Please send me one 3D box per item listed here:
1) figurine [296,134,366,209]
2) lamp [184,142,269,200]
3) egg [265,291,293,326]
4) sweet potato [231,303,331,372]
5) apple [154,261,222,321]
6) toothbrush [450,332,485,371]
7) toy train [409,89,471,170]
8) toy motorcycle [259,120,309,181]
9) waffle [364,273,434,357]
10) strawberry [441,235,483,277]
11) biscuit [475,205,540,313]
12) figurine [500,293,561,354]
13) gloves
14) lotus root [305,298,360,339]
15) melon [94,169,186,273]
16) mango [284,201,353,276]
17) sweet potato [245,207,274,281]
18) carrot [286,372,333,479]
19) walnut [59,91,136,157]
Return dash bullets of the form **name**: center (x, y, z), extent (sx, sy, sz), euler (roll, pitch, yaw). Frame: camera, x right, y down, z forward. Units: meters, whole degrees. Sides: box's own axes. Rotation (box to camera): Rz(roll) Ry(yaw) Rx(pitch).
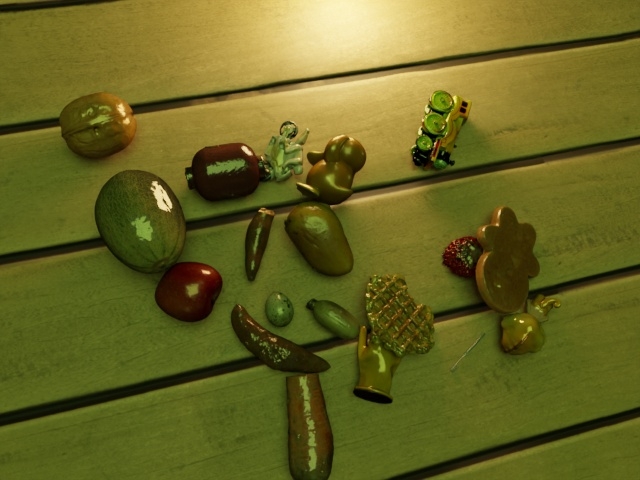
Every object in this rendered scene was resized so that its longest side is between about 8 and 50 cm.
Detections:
- **figurine**: center (0.043, -0.214, 1.870), extent (0.215, 0.215, 0.228), euler (10, 62, -5)
- **lamp**: center (-0.292, -0.216, 1.841), extent (0.257, 0.180, 0.180), euler (-11, 76, -12)
- **egg**: center (-0.126, 0.207, 1.780), extent (0.085, 0.085, 0.110), euler (-20, 70, -13)
- **sweet potato**: center (-0.133, 0.321, 1.744), extent (0.341, 0.092, 0.114), euler (32, 56, 1)
- **apple**: center (-0.380, 0.145, 1.717), extent (0.168, 0.181, 0.181), euler (25, 72, 6)
- **toothbrush**: center (0.467, 0.352, 1.858), extent (0.167, 0.011, 0.014), euler (-43, 89, -16)
- **toy train**: center (0.408, -0.371, 2.010), extent (0.160, 0.100, 0.296), euler (22, 73, -3)
- **toy motorcycle**: center (-0.112, -0.274, 1.919), extent (0.151, 0.074, 0.229), euler (30, 84, 9)
- **waffle**: center (0.244, 0.228, 1.801), extent (0.291, 0.051, 0.291), euler (19, 52, -26)
- **strawberry**: center (0.473, 0.051, 1.907), extent (0.145, 0.086, 0.145), euler (2, 75, -9)
- **biscuit**: center (0.596, 0.066, 1.894), extent (0.275, 0.052, 0.355), euler (30, 63, -23)
- **figurine**: center (0.658, 0.266, 1.859), extent (0.156, 0.131, 0.246), euler (39, 59, 8)
- **gloves**: center (0.190, 0.334, 1.794), extent (0.133, 0.116, 0.295), euler (30, 60, -27)
- **lotus root**: center (0.041, 0.233, 1.794), extent (0.183, 0.090, 0.077), euler (35, 100, 5)
- **melon**: center (-0.517, -0.054, 1.708), extent (0.248, 0.249, 0.329), euler (-22, 61, -13)
- **mango**: center (0.000, 0.000, 1.827), extent (0.167, 0.130, 0.262), euler (-30, 96, 8)
- **sweet potato**: center (-0.203, 0.007, 1.830), extent (0.077, 0.077, 0.244), euler (17, 73, -3)
- **carrot**: center (-0.031, 0.532, 1.677), extent (0.138, 0.139, 0.302), euler (-1, 74, -8)
- **walnut**: center (-0.684, -0.355, 1.815), extent (0.225, 0.193, 0.193), euler (-12, 76, -11)
